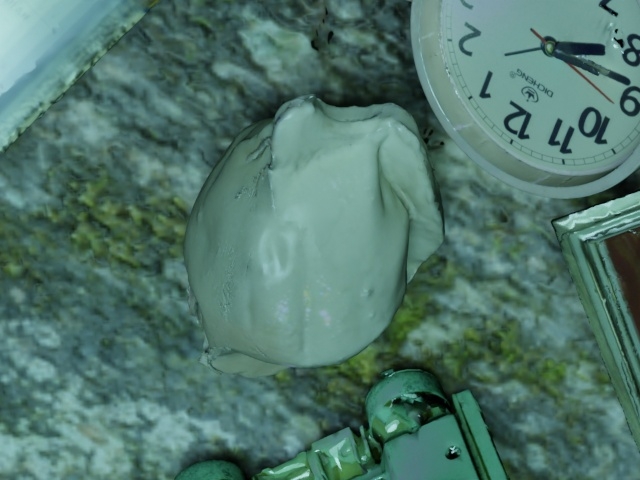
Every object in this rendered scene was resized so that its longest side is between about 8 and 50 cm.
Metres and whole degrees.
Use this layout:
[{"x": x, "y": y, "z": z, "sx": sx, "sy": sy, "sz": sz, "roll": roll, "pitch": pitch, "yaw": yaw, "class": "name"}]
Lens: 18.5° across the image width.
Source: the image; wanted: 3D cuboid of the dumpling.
[{"x": 0.000, "y": 0.000, "z": 1.034, "sx": 0.136, "sy": 0.118, "sz": 0.199, "roll": 0, "pitch": 137, "yaw": -14, "class": "dumpling"}]

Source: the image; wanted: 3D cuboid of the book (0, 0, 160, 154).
[{"x": -0.208, "y": -0.154, "z": 0.988, "sx": 0.322, "sy": 0.018, "sz": 0.228, "roll": -43, "pitch": 104, "yaw": -1, "class": "book"}]

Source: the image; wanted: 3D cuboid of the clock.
[{"x": 0.123, "y": -0.103, "z": 0.982, "sx": 0.229, "sy": 0.063, "sz": 0.156, "roll": 35, "pitch": 130, "yaw": 22, "class": "clock"}]

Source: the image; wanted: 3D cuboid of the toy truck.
[{"x": -0.007, "y": 0.186, "z": 1.104, "sx": 0.259, "sy": 0.128, "sz": 0.135, "roll": -29, "pitch": 132, "yaw": 8, "class": "toy truck"}]

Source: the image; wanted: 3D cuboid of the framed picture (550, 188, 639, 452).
[{"x": 0.278, "y": 0.019, "z": 1.041, "sx": 0.273, "sy": 0.016, "sz": 0.216, "roll": -21, "pitch": 132, "yaw": 8, "class": "framed picture"}]
